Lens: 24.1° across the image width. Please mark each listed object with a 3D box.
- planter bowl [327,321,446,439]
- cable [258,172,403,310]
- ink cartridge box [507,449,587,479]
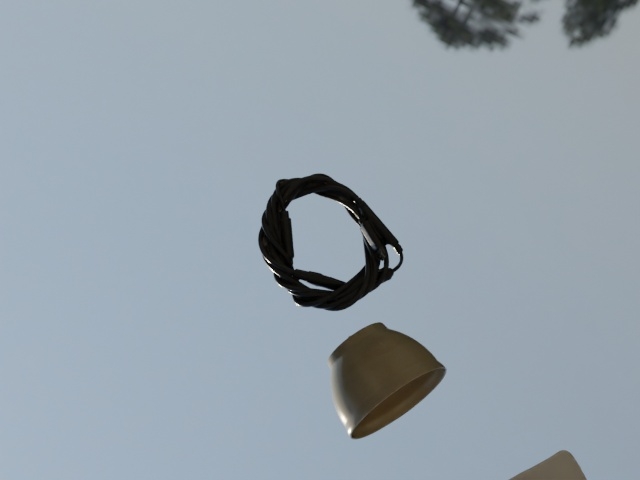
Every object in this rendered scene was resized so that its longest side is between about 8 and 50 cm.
[{"bbox_3d":[0.076,0.182,2.054,0.162,0.162,0.109,-12,-121,-52],"label":"planter bowl"},{"bbox_3d":[0.000,0.000,1.811,0.184,0.150,0.047,49,168,16],"label":"cable"},{"bbox_3d":[0.284,0.438,1.686,0.353,0.207,0.119,60,-170,7],"label":"ink cartridge box"}]
